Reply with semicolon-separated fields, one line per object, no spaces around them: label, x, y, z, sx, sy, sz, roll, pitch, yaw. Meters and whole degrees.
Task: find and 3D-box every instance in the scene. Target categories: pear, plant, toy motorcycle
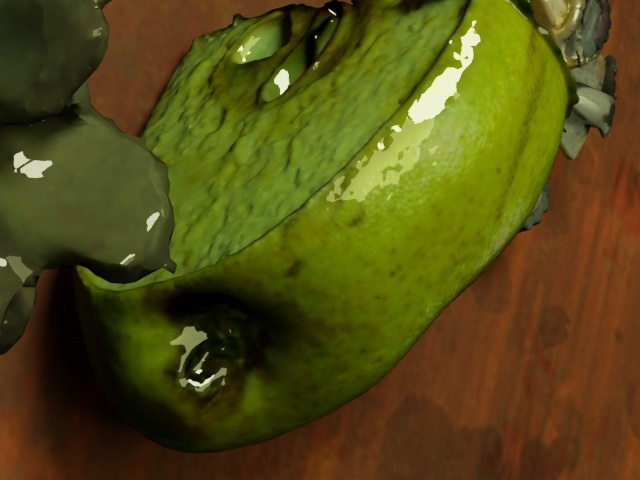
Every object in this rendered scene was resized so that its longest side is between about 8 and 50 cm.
pear;0.000;0.000;0.899;0.164;0.238;0.255;50;54;-31
plant;-0.197;-0.051;0.693;0.213;0.312;0.215;5;84;-36
toy motorcycle;0.133;-0.120;1.126;0.130;0.094;0.229;42;54;-26
